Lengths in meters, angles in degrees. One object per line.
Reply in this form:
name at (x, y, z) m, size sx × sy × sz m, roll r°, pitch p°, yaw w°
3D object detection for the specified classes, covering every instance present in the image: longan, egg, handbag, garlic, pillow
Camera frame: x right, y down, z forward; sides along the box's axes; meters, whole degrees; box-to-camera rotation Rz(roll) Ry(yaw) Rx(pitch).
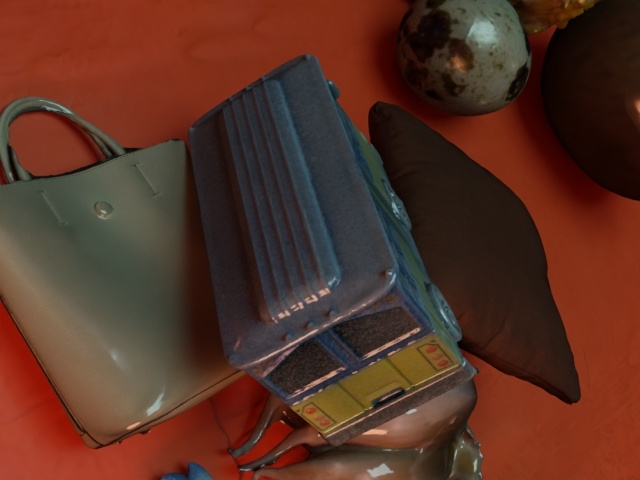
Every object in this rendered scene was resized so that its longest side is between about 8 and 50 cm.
longan at (0.524, -0.240, 1.305) m, size 0.361 × 0.361 × 0.360 m, roll 17°, pitch 64°, yaw -38°
egg at (0.200, -0.251, 1.119) m, size 0.231 × 0.169 × 0.169 m, roll 20°, pitch 62°, yaw -51°
handbag at (-0.177, 0.003, 0.722) m, size 0.241 × 0.109 × 0.315 m, roll -23°, pitch 88°, yaw -46°
garlic at (0.048, 0.188, 0.860) m, size 0.292 × 0.210 × 0.237 m, roll 24°, pitch 94°, yaw -40°
pillow at (0.176, 0.017, 0.964) m, size 0.308 × 0.108 × 0.305 m, roll 31°, pitch 38°, yaw -35°

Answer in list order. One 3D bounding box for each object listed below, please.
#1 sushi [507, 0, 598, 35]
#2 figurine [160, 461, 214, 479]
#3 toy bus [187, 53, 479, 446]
sushi at (0.276, -0.497, 1.231) m, size 0.351 × 0.240 × 0.396 m, roll 29°, pitch 59°, yaw -33°
figurine at (-0.109, 0.250, 0.707) m, size 0.114 × 0.079 × 0.114 m, roll 21°, pitch 39°, yaw -18°
toy bus at (0.000, 0.000, 0.743) m, size 0.190 × 0.152 × 0.312 m, roll 48°, pitch 18°, yaw -43°
